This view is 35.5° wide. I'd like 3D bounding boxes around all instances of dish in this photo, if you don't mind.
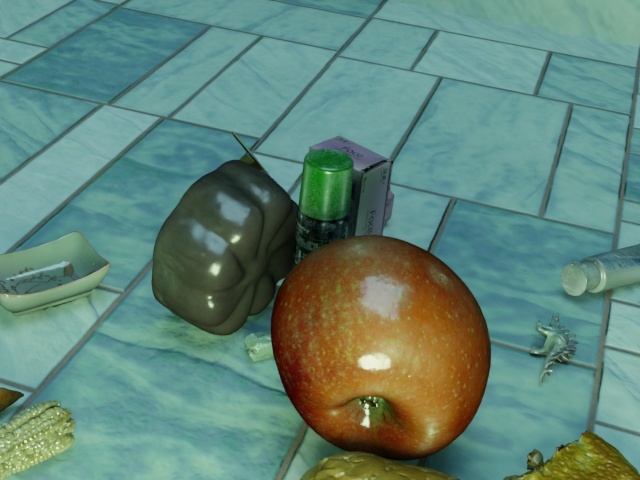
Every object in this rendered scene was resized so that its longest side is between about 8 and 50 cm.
[{"bbox_3d":[-0.507,0.069,1.826,0.212,0.077,0.151,-18,37,-32],"label":"dish"}]

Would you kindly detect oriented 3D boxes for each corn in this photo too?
[{"bbox_3d":[-0.460,0.303,1.457,0.211,0.087,0.087,-23,42,-32],"label":"corn"}]

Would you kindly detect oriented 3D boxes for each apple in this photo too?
[{"bbox_3d":[0.088,0.166,1.521,0.348,0.348,0.277,10,45,6],"label":"apple"}]

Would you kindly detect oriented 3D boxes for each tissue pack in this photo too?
[{"bbox_3d":[0.046,-0.067,1.969,0.148,0.246,0.092,30,39,34],"label":"tissue pack"}]

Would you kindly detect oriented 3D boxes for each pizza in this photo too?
[{"bbox_3d":[0.367,0.373,1.454,0.297,0.071,0.189,-6,38,-44],"label":"pizza"}]

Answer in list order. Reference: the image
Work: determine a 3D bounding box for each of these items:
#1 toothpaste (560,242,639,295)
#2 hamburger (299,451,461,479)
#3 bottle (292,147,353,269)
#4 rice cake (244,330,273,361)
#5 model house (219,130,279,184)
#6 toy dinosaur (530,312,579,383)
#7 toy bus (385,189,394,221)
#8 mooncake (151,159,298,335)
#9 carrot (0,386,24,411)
[{"bbox_3d":[0.613,0.056,2.046,0.299,0.073,0.114,-10,34,-36],"label":"toothpaste"},{"bbox_3d":[0.092,0.394,1.342,0.283,0.145,0.259,12,32,13],"label":"hamburger"},{"bbox_3d":[0.000,0.000,1.776,0.093,0.330,0.093,4,32,-3],"label":"bottle"},{"bbox_3d":[-0.018,0.171,1.774,0.245,0.042,0.045,-9,32,-22],"label":"rice cake"},{"bbox_3d":[-0.166,-0.105,2.113,0.136,0.207,0.219,-41,44,-2],"label":"model house"},{"bbox_3d":[0.425,0.192,1.814,0.082,0.039,0.209,16,34,13],"label":"toy dinosaur"},{"bbox_3d":[0.100,-0.115,2.206,0.063,0.090,0.203,-6,34,-18],"label":"toy bus"},{"bbox_3d":[-0.158,0.018,1.780,0.154,0.306,0.306,28,38,23],"label":"mooncake"},{"bbox_3d":[-0.553,0.260,1.524,0.205,0.072,0.072,-12,36,-31],"label":"carrot"}]
